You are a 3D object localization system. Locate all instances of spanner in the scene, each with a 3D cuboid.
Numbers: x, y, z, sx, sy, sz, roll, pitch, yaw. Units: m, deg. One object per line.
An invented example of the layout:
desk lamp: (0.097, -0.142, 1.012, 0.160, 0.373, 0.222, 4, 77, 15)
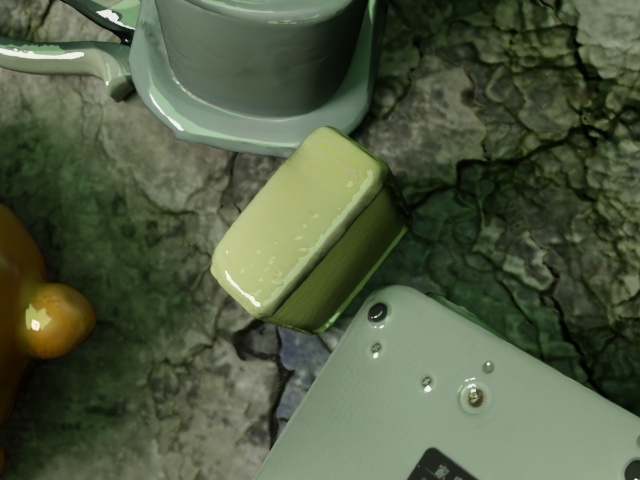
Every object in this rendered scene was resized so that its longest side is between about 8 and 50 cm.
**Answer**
spanner: (-0.180, -0.164, 0.726, 0.324, 0.040, 0.096, 16, 85, 6)

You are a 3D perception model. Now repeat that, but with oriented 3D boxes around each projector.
projector: (0.088, 0.158, 0.556, 0.250, 0.108, 0.198, 31, 87, 45)

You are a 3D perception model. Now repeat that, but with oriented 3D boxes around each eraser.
eraser: (0.000, 0.000, 0.608, 0.058, 0.172, 0.117, 41, 90, 14)

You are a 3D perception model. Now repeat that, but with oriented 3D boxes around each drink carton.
drink carton: (-0.034, -0.169, 0.616, 0.185, 0.189, 0.191, 13, 79, -6)

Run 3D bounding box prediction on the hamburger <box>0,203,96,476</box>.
hamburger: (-0.300, 0.067, 0.613, 0.237, 0.276, 0.276, 37, 89, 0)
